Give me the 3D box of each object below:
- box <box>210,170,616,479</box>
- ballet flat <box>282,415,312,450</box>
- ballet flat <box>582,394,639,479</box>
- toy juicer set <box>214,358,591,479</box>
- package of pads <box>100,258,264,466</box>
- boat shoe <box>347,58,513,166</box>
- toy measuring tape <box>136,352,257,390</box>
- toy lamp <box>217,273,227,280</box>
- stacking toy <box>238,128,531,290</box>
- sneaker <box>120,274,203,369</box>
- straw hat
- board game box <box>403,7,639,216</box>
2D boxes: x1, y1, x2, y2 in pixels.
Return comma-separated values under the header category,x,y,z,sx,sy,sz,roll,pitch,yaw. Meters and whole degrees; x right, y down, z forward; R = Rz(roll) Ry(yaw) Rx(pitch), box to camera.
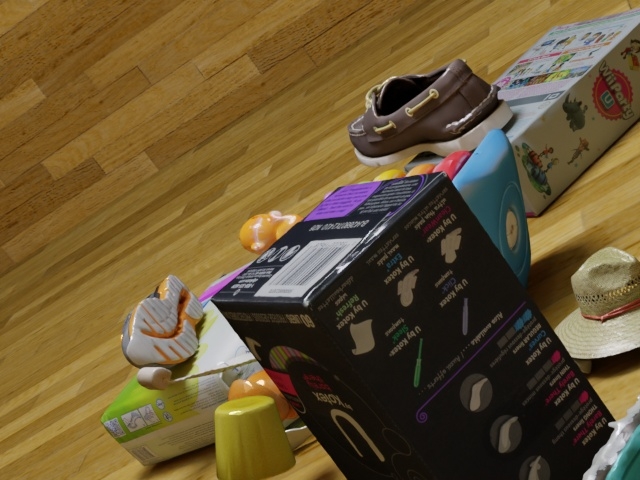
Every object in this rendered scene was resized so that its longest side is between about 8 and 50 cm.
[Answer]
category,x,y,z,sx,sy,sz,roll,pitch,yaw
box,0.076,0.102,0.948,0.143,0.270,0.165,-42,16,-21
ballet flat,-0.006,0.159,1.367,0.231,0.077,0.077,-39,36,2
ballet flat,0.167,0.213,0.714,0.147,0.147,0.409,-16,24,52
toy juicer set,0.066,0.150,1.201,0.329,0.089,0.209,-11,6,-2
package of pads,-0.098,0.128,1.581,0.229,0.101,0.296,-25,19,39
boat shoe,0.113,-0.160,1.627,0.116,0.096,0.324,-43,16,-17
toy measuring tape,-0.052,0.071,1.409,0.330,0.121,0.121,-12,-1,-35
toy lamp,-0.049,0.034,1.799,0.275,0.080,0.080,-36,15,-1
stacking toy,0.052,-0.005,1.339,0.302,0.165,0.175,-2,24,24
sneaker,-0.192,0.109,1.513,0.083,0.084,0.215,-38,5,12
straw hat,0.248,0.040,1.120,0.145,0.061,0.144,-25,13,6
board game box,0.278,-0.155,1.612,0.303,0.097,0.224,-43,17,-19
